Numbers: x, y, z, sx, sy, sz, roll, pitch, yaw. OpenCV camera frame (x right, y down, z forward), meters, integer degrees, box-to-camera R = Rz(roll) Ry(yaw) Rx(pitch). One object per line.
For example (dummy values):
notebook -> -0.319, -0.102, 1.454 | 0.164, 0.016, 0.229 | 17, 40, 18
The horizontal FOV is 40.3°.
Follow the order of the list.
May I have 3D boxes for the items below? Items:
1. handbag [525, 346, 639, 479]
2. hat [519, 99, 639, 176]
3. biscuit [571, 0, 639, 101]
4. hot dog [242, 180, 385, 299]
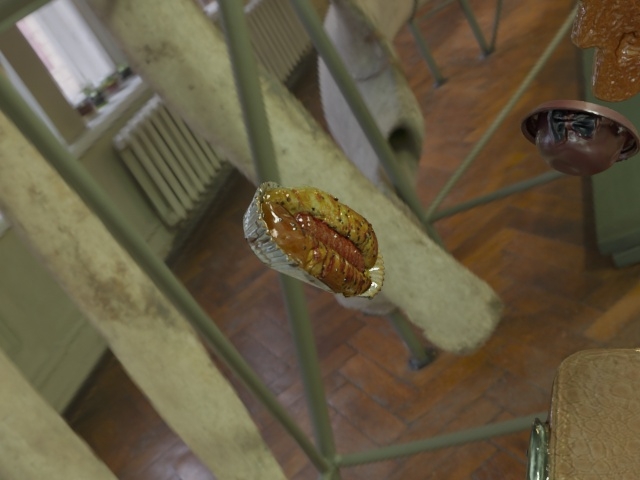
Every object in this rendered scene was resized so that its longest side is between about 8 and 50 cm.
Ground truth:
handbag -> 0.179, 0.142, 0.446 | 0.151, 0.072, 0.193 | 5, 43, 17
hat -> 0.421, -0.157, 1.427 | 0.205, 0.205, 0.089 | 3, 73, 54
biscuit -> 0.427, -0.323, 1.110 | 0.284, 0.306, 0.043 | -34, 34, 27
hot dog -> 0.000, 0.000, 0.795 | 0.053, 0.192, 0.099 | -30, 59, 26
